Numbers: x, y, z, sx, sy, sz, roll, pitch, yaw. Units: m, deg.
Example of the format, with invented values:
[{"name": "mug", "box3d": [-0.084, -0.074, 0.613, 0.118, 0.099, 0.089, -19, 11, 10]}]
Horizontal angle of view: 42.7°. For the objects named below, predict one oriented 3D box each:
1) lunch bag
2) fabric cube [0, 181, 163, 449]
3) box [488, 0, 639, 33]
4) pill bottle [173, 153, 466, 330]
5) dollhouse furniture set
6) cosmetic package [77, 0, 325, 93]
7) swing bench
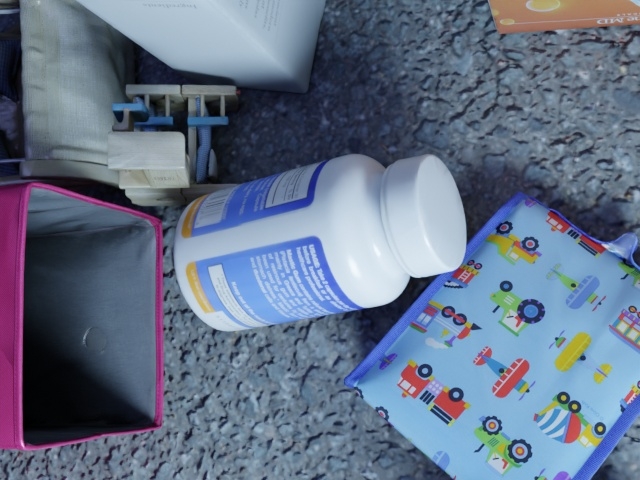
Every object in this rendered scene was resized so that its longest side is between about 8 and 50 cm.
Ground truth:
[{"name": "lunch bag", "box3d": [0.208, 0.102, 0.788, 0.221, 0.138, 0.293, 38, 85, 23]}, {"name": "fabric cube", "box3d": [-0.347, 0.089, 0.897, 0.258, 0.259, 0.254, -4, 81, 18]}, {"name": "box", "box3d": [0.244, -0.331, 0.720, 0.215, 0.345, 0.168, 0, 82, 19]}, {"name": "pill bottle", "box3d": [0.000, 0.000, 0.824, 0.272, 0.152, 0.152, -12, 77, 29]}, {"name": "dollhouse furniture set", "box3d": [-0.150, -0.117, 0.888, 0.129, 0.183, 0.129, -1, 81, -6]}, {"name": "cosmetic package", "box3d": [-0.138, -0.324, 0.790, 0.161, 0.453, 0.230, 7, 83, 20]}, {"name": "swing bench", "box3d": [-0.361, -0.171, 0.995, 0.255, 0.165, 0.253, -10, 78, 16]}]
